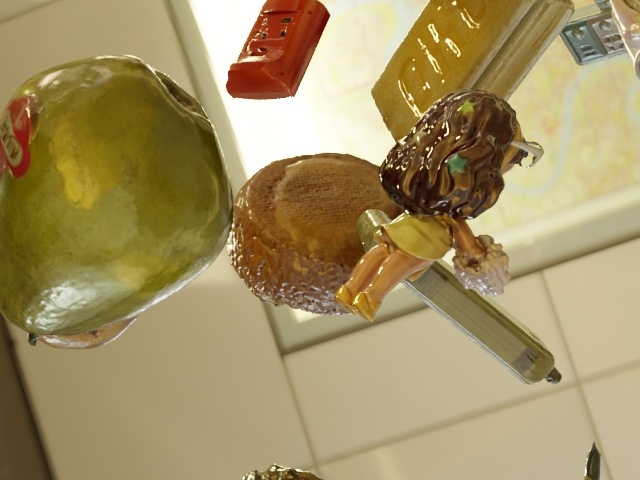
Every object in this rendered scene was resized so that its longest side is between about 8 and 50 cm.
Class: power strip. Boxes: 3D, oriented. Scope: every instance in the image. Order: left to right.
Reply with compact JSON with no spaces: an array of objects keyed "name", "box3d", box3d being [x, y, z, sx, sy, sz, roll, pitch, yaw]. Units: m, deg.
[{"name":"power strip","box3d":[0.201,0.092,1.938,0.388,0.066,0.092,38,-169,-19]},{"name":"power strip","box3d":[0.464,-0.361,2.131,0.145,0.216,0.061,52,-134,-27]}]

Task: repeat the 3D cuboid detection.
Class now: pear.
[{"name":"pear","box3d":[-0.256,-0.034,1.558,0.287,0.375,0.287,26,-161,-10]}]

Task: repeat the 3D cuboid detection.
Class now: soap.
[{"name":"soap","box3d":[0.182,-0.237,1.718,0.089,0.274,0.173,13,-145,-32]}]

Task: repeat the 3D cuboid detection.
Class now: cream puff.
[{"name":"cream puff","box3d":[0.000,0.000,2.170,0.212,0.303,0.303,94,171,-47]}]

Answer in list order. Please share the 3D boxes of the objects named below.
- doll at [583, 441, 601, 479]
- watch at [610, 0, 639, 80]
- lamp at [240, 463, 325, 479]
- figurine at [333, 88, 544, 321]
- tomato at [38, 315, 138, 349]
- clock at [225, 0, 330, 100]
[{"name":"doll","box3d":[0.394,0.354,2.014,0.037,0.027,0.125,73,-155,-56]},{"name":"watch","box3d":[0.519,-0.299,1.825,0.231,0.244,0.196,35,-147,-53]},{"name":"lamp","box3d":[0.006,0.384,1.675,0.274,0.177,0.177,34,-155,-16]},{"name":"figurine","box3d":[0.105,-0.028,1.273,0.116,0.240,0.175,30,175,-30]},{"name":"tomato","box3d":[-0.332,0.071,1.950,0.155,0.214,0.180,52,-173,-26]},{"name":"clock","box3d":[-0.064,-0.274,1.928,0.061,0.113,0.155,50,-127,-43]}]
